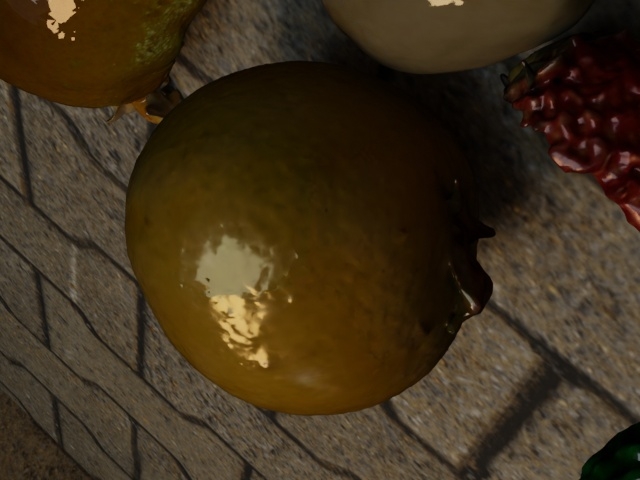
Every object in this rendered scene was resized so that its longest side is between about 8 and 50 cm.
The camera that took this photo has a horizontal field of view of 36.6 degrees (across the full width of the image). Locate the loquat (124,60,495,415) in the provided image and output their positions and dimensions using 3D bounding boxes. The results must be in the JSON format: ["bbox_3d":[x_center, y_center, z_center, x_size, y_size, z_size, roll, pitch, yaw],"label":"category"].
[{"bbox_3d":[0.000,0.000,0.728,0.275,0.275,0.275,32,145,25],"label":"loquat"}]

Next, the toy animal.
[{"bbox_3d":[-0.186,-0.139,1.013,0.083,0.060,0.081,-13,113,47],"label":"toy animal"}]

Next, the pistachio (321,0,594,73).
[{"bbox_3d":[0.085,-0.159,0.594,0.185,0.126,0.108,3,97,39],"label":"pistachio"}]

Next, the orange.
[{"bbox_3d":[-0.224,-0.248,0.838,0.262,0.196,0.334,39,137,-9],"label":"orange"}]

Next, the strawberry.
[{"bbox_3d":[0.201,-0.049,0.579,0.208,0.167,0.087,45,110,-4],"label":"strawberry"}]

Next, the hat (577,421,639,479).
[{"bbox_3d":[0.344,0.182,0.594,0.274,0.242,0.332,23,134,-28],"label":"hat"}]
